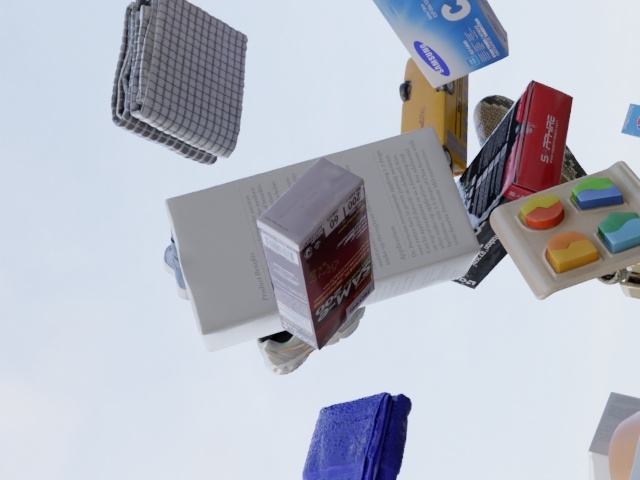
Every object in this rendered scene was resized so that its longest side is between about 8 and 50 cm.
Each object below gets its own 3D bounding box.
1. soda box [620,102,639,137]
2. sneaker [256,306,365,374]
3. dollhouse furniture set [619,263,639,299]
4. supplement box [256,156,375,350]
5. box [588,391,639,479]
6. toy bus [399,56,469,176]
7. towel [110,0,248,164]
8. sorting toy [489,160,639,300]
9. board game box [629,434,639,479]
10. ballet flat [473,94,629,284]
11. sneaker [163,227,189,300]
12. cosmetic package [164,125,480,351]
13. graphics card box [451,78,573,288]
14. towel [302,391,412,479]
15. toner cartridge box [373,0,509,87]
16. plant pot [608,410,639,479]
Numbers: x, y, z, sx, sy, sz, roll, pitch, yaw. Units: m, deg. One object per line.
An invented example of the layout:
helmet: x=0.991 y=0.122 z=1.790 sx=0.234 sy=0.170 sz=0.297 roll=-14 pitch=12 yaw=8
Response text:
soda box: x=0.691 y=-0.224 z=1.933 sx=0.071 sy=0.210 sz=0.067 roll=12 pitch=-79 yaw=-17
sneaker: x=-0.019 y=0.172 z=2.046 sx=0.262 sy=0.099 sz=0.121 roll=-38 pitch=-41 yaw=-10
dollhouse furniture set: x=0.521 y=0.057 z=1.506 sx=0.101 sy=0.161 sz=0.182 roll=-59 pitch=-44 yaw=-21
supplement box: x=0.000 y=0.023 z=1.262 sx=0.130 sy=0.073 sz=0.239 roll=-46 pitch=-29 yaw=-25
box: x=0.610 y=0.417 z=1.964 sx=0.170 sy=0.091 sz=0.130 roll=-53 pitch=-38 yaw=-41
toy bus: x=0.235 y=-0.239 z=2.004 sx=0.130 sy=0.108 sz=0.332 roll=34 pitch=-127 yaw=-48
towel: x=-0.267 y=-0.306 z=1.827 sx=0.235 sy=0.121 sz=0.283 roll=23 pitch=-120 yaw=-42
sorting toy: x=0.354 y=-0.023 z=1.317 sx=0.193 sy=0.208 sz=0.038 roll=-111 pitch=-3 yaw=-51
board game box: x=0.532 y=0.429 z=1.381 sx=0.303 sy=0.098 sz=0.224 roll=40 pitch=-117 yaw=-40
ballet flat: x=0.475 y=-0.100 z=2.007 sx=0.182 sy=0.483 sz=0.164 roll=-39 pitch=-5 yaw=-44
sneaker: x=-0.285 y=0.006 z=2.061 sx=0.086 sy=0.226 sz=0.163 roll=-7 pitch=-65 yaw=-19
cosmetic package: x=0.000 y=0.000 z=1.575 sx=0.161 sy=0.453 sz=0.230 roll=96 pitch=158 yaw=-72
graphics card box: x=0.329 y=-0.090 z=1.774 sx=0.371 sy=0.094 sz=0.232 roll=120 pitch=168 yaw=-59
towel: x=0.043 y=0.422 z=1.770 sx=0.076 sy=0.228 sz=0.308 roll=45 pitch=-135 yaw=-30
toner cartridge box: x=0.198 y=-0.447 z=1.781 sx=0.348 sy=0.165 sz=0.075 roll=46 pitch=-144 yaw=-38
plant pot: x=0.666 y=0.408 z=1.765 sx=0.291 sy=0.203 sz=0.290 roll=11 pitch=-110 yaw=-33
